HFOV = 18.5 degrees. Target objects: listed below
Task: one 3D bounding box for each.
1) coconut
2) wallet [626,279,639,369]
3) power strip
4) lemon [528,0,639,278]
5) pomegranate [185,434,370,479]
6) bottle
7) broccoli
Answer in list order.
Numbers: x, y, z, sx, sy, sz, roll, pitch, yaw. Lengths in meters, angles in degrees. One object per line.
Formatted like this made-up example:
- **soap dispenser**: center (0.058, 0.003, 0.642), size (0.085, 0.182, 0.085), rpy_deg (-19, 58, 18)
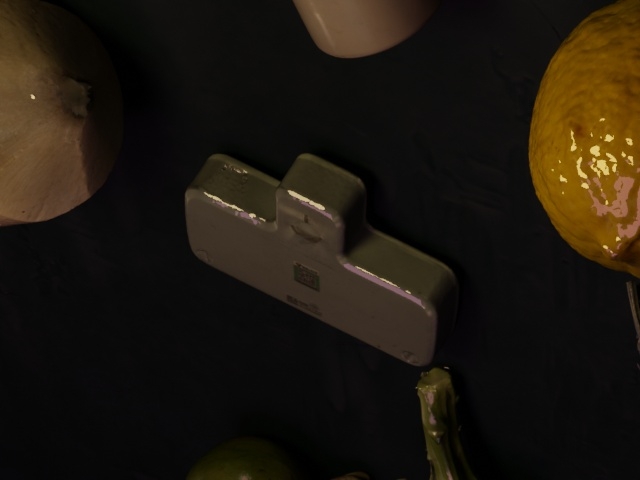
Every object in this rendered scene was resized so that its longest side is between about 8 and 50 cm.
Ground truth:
- **coconut**: center (-0.280, -0.113, 1.750), size (0.222, 0.202, 0.202), rpy_deg (-11, 125, 51)
- **wallet**: center (0.298, 0.135, 1.514), size (0.069, 0.231, 0.170), rpy_deg (-24, 128, 7)
- **power strip**: center (0.001, 0.000, 1.754), size (0.265, 0.059, 0.194), rpy_deg (27, 151, 15)
- **lemon**: center (0.227, -0.071, 1.319), size (0.180, 0.193, 0.181), rpy_deg (6, 125, 9)
- **pomegranate**: center (-0.058, 0.290, 2.100), size (0.179, 0.179, 0.210), rpy_deg (42, 128, -9)
- **bottle**: center (0.000, -0.250, 1.387), size (0.110, 0.110, 0.233), rpy_deg (5, 136, 40)
- **broccoli**: center (0.125, 0.214, 1.887), size (0.122, 0.118, 0.204), rpy_deg (29, 140, 54)
